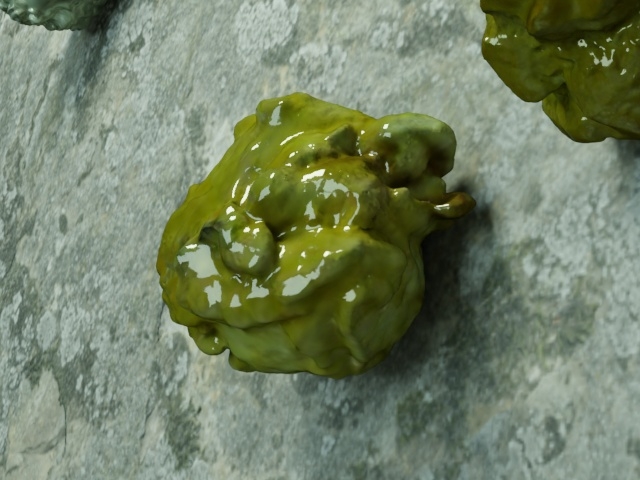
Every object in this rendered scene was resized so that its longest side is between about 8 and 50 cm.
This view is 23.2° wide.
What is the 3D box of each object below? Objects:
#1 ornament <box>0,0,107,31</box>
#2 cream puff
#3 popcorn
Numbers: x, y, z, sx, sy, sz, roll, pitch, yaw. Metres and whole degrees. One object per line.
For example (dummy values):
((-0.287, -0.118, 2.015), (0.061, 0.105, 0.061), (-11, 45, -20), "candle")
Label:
((-0.252, -0.352, 1.757), (0.285, 0.130, 0.120), (-43, 62, 27), "ornament")
((0.187, -0.176, 1.011), (0.194, 0.194, 0.221), (-15, 69, 52), "cream puff")
((0.000, 0.000, 1.226), (0.266, 0.192, 0.233), (-26, 38, 20), "popcorn")
